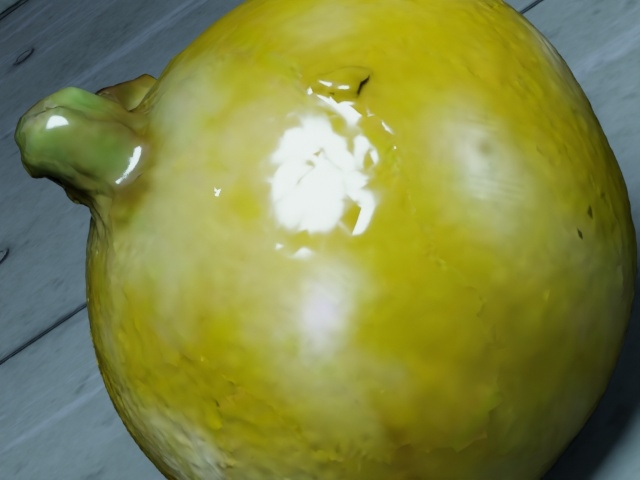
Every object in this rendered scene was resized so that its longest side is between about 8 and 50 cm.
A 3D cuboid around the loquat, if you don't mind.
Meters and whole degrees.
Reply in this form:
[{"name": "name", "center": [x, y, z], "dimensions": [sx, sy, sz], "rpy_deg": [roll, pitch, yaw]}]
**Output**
[{"name": "loquat", "center": [0.000, 0.000, 1.015], "dimensions": [0.328, 0.359, 0.328], "rpy_deg": [-45, 31, 37]}]
